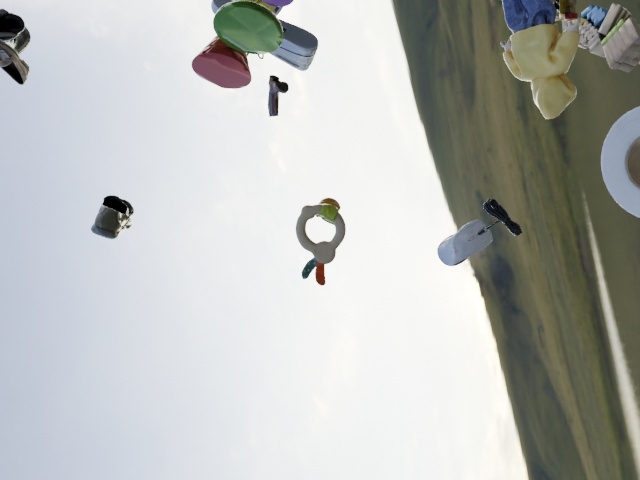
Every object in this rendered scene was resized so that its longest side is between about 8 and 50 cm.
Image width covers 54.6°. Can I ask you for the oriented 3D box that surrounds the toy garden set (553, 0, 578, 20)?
[{"bbox_3d":[0.520,-0.573,1.355,0.244,0.049,0.203,-38,-55,-74],"label":"toy garden set"}]

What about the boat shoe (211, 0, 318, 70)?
[{"bbox_3d":[-0.189,-0.643,1.979,0.156,0.367,0.135,114,-179,-50],"label":"boat shoe"}]

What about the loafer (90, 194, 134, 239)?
[{"bbox_3d":[-0.546,-0.076,1.671,0.251,0.095,0.087,-118,50,-70],"label":"loafer"}]

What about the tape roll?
[{"bbox_3d":[0.831,-0.192,1.491,0.100,0.286,0.285,-13,-89,-29],"label":"tape roll"}]

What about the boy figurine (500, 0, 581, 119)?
[{"bbox_3d":[0.448,-0.389,1.244,0.092,0.177,0.285,-27,-80,-33],"label":"boy figurine"}]

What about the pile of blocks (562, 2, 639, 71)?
[{"bbox_3d":[0.829,-0.589,1.760,0.362,0.113,0.148,-107,33,-56],"label":"pile of blocks"}]

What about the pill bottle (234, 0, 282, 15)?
[{"bbox_3d":[-0.180,-0.634,1.538,0.184,0.103,0.103,18,-122,-34],"label":"pill bottle"}]

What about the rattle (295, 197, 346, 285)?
[{"bbox_3d":[0.000,0.000,1.576,0.143,0.130,0.199,-133,37,-74],"label":"rattle"}]

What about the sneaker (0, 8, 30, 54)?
[{"bbox_3d":[-0.631,-0.418,1.251,0.228,0.132,0.086,-56,-47,-65],"label":"sneaker"}]

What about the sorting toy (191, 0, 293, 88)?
[{"bbox_3d":[-0.132,-0.420,1.148,0.127,0.366,0.126,18,-112,-22],"label":"sorting toy"}]

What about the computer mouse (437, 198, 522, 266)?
[{"bbox_3d":[0.352,-0.009,1.398,0.106,0.193,0.042,55,174,5],"label":"computer mouse"}]

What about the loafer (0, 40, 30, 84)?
[{"bbox_3d":[-0.613,-0.350,1.214,0.125,0.045,0.039,61,-154,-74],"label":"loafer"}]

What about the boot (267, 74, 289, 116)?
[{"bbox_3d":[-0.119,-0.385,1.712,0.106,0.037,0.114,-123,34,-48],"label":"boot"}]
